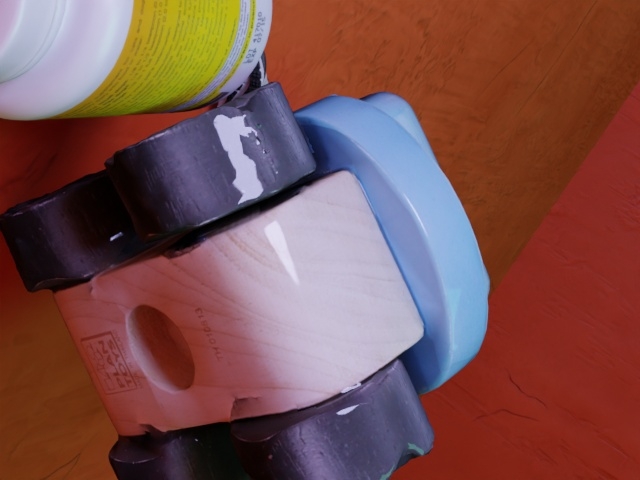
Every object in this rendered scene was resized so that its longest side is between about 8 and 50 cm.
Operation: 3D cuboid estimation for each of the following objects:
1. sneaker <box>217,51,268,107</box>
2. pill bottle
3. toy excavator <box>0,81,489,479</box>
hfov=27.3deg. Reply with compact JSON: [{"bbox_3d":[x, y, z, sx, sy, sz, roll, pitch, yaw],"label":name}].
[{"bbox_3d":[-0.058,-0.120,0.984,0.109,0.040,0.044,107,7,-59],"label":"sneaker"},{"bbox_3d":[-0.116,-0.118,0.640,0.117,0.117,0.215,-59,165,18],"label":"pill bottle"},{"bbox_3d":[0.000,0.000,0.940,0.445,0.222,0.433,-29,-173,-39],"label":"toy excavator"}]
